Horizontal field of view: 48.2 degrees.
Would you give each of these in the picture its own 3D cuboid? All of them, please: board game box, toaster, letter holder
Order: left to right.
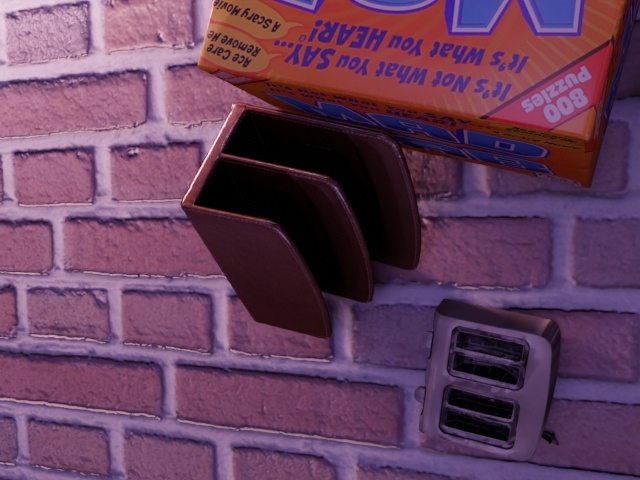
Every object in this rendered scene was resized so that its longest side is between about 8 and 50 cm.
[{"bbox_3d":[0.000,0.000,0.881,0.215,0.301,0.152,14,63,20],"label":"letter holder"},{"bbox_3d":[0.148,-0.281,0.753,0.356,0.356,0.356,15,93,20],"label":"board game box"},{"bbox_3d":[0.221,0.178,0.921,0.186,0.110,0.168,10,100,21],"label":"toaster"}]
